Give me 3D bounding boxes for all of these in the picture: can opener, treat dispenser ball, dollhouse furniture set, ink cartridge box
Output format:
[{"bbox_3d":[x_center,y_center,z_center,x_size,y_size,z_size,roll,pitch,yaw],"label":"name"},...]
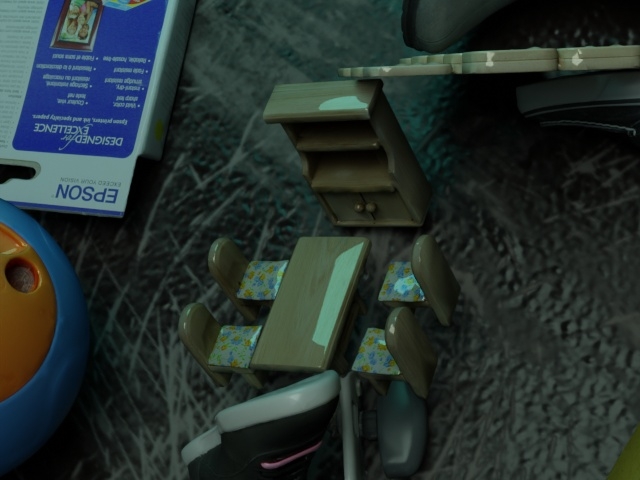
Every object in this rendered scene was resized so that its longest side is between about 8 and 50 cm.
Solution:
[{"bbox_3d":[0.047,0.245,1.102,0.093,0.074,0.280,-5,69,15],"label":"can opener"},{"bbox_3d":[-0.359,0.090,1.167,0.288,0.288,0.288,-6,69,15],"label":"treat dispenser ball"},{"bbox_3d":[0.000,0.000,1.115,0.212,0.161,0.242,0,52,29],"label":"dollhouse furniture set"},{"bbox_3d":[-0.303,-0.170,1.372,0.304,0.072,0.307,6,75,18],"label":"ink cartridge box"}]

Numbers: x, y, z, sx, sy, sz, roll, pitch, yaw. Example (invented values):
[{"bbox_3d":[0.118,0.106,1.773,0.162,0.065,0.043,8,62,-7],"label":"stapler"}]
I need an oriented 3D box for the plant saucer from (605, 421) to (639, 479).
[{"bbox_3d":[0.398,0.176,0.923,0.333,0.081,0.332,34,117,25],"label":"plant saucer"}]

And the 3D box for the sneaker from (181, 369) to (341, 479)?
[{"bbox_3d":[-0.031,0.207,1.055,0.105,0.296,0.146,-15,75,-25],"label":"sneaker"}]

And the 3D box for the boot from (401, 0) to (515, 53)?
[{"bbox_3d":[0.253,-0.266,1.187,0.223,0.118,0.338,39,78,25],"label":"boot"}]

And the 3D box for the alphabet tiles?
[{"bbox_3d":[0.163,-0.157,1.102,0.278,0.284,0.021,-3,97,-9],"label":"alphabet tiles"}]

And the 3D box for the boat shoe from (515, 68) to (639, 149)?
[{"bbox_3d":[0.325,-0.104,1.135,0.301,0.108,0.102,1,99,20],"label":"boat shoe"}]
